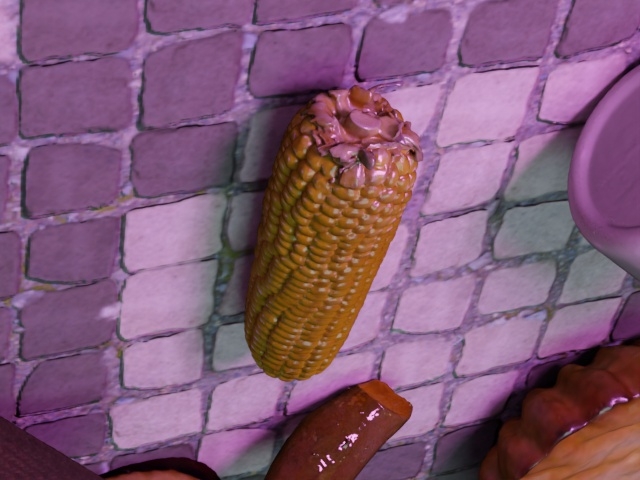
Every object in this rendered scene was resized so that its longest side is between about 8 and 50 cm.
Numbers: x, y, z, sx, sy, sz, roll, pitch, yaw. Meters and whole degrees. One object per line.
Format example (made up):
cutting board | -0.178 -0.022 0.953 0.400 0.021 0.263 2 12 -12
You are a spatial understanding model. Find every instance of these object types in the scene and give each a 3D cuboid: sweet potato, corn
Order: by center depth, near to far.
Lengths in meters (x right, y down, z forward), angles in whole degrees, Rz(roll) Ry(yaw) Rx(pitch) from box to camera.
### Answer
corn | 0.000 0.000 1.463 0.106 0.106 0.305 -9 146 -20
sweet potato | -0.016 0.214 1.698 0.244 0.077 0.077 -44 147 -15

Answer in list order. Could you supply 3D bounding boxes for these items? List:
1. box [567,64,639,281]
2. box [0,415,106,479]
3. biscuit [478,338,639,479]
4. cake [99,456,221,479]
box | 0.337 -0.027 1.485 0.206 0.291 0.262 27 78 -33
box | -0.289 0.293 1.564 0.184 0.143 0.273 32 128 -2
biscuit | 0.297 0.205 1.885 0.326 0.107 0.326 -19 145 -14
cake | -0.151 0.318 1.711 0.208 0.178 0.185 -13 142 -20
